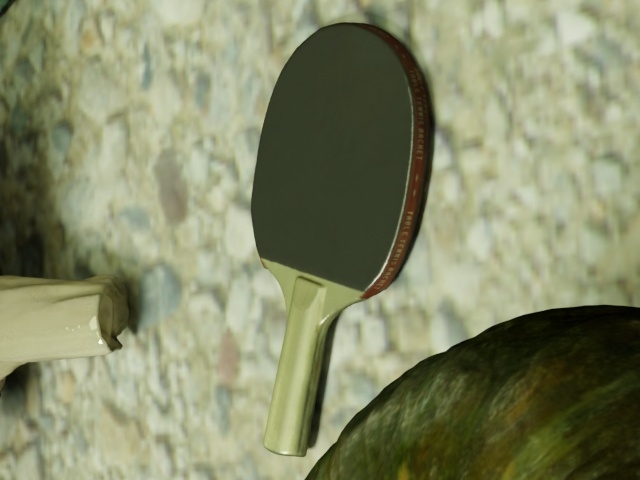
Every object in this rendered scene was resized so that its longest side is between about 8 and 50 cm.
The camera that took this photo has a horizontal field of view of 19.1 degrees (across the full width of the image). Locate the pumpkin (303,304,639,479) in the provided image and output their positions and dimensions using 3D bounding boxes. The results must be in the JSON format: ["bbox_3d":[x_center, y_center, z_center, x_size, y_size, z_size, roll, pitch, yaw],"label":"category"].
[{"bbox_3d":[0.069,0.124,0.478,0.224,0.157,0.223,-31,47,40],"label":"pumpkin"}]

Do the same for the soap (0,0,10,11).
[{"bbox_3d":[-0.164,-0.163,0.842,0.100,0.056,0.149,47,122,42],"label":"soap"}]

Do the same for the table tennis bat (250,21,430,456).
[{"bbox_3d":[0.000,0.000,0.675,0.087,0.013,0.156,19,102,47],"label":"table tennis bat"}]

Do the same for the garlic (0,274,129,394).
[{"bbox_3d":[-0.181,0.031,0.797,0.212,0.218,0.218,0,88,8],"label":"garlic"}]
